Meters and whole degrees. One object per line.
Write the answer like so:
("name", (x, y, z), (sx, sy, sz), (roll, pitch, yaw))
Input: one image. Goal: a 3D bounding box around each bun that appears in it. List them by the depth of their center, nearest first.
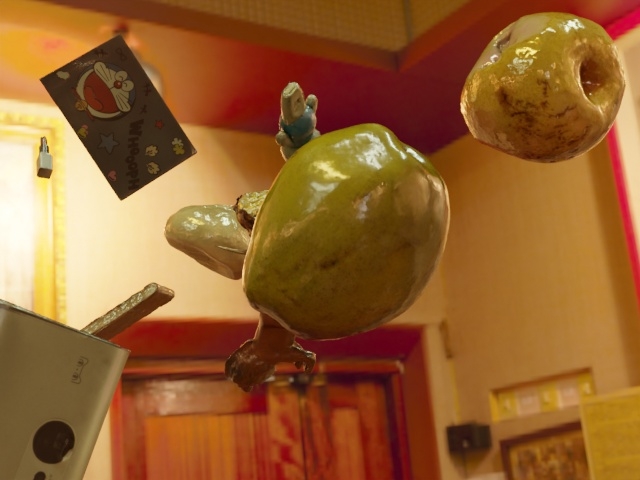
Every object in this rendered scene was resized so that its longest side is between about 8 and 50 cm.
("bun", (-0.211, -0.012, 2.030), (0.222, 0.127, 0.222), (29, -9, 5))

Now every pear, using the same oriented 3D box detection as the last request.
("pear", (0.033, -0.003, 1.351), (0.307, 0.253, 0.253), (-49, -26, 5))
("pear", (0.363, -0.252, 1.672), (0.271, 0.271, 0.271), (-5, -16, -2))

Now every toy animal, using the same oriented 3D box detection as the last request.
("toy animal", (-0.079, 0.176, 1.845), (0.158, 0.097, 0.312), (5, -49, -18))

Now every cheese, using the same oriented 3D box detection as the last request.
("cheese", (-0.476, 0.203, 2.067), (0.400, 0.034, 0.085), (-31, -23, 10))

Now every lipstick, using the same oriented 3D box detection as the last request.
("lipstick", (-0.509, -0.158, 1.852), (0.025, 0.107, 0.025), (12, -50, -26))

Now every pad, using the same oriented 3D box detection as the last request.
("pad", (-0.341, -0.213, 1.722), (0.170, 0.245, 0.006), (-36, 7, -24))

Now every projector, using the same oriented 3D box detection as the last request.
("projector", (-0.456, 0.226, 1.466), (0.249, 0.249, 0.248), (26, -14, -32))

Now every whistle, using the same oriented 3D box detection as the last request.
("whistle", (-0.036, -0.196, 1.771), (0.077, 0.114, 0.235), (32, -20, 19))

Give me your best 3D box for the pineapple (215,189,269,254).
("pineapple", (0.000, 0.003, 1.683), (0.335, 0.161, 0.158), (-3, -38, -11))
